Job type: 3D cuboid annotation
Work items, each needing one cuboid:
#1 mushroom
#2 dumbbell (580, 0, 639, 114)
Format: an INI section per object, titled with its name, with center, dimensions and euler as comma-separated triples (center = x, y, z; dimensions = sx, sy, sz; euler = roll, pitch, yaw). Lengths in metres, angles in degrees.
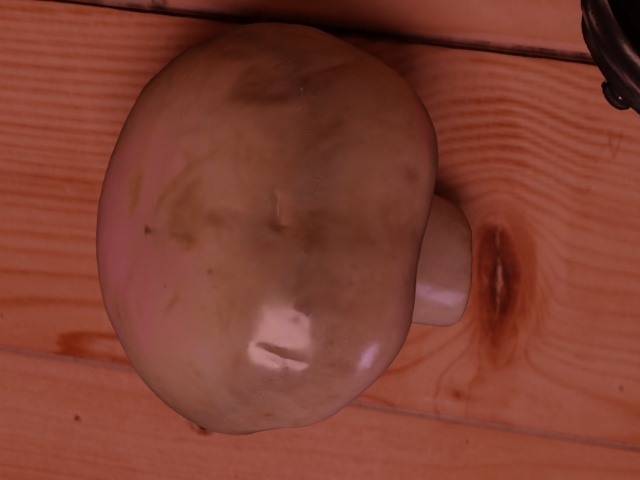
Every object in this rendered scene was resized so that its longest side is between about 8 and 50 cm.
[mushroom]
center = -0.020, -0.012, 1.383
dimensions = 0.353, 0.353, 0.325
euler = 16, 148, 2
[dumbbell]
center = 0.317, -0.191, 1.205
dimensions = 0.192, 0.192, 0.290
euler = 35, 131, -14
